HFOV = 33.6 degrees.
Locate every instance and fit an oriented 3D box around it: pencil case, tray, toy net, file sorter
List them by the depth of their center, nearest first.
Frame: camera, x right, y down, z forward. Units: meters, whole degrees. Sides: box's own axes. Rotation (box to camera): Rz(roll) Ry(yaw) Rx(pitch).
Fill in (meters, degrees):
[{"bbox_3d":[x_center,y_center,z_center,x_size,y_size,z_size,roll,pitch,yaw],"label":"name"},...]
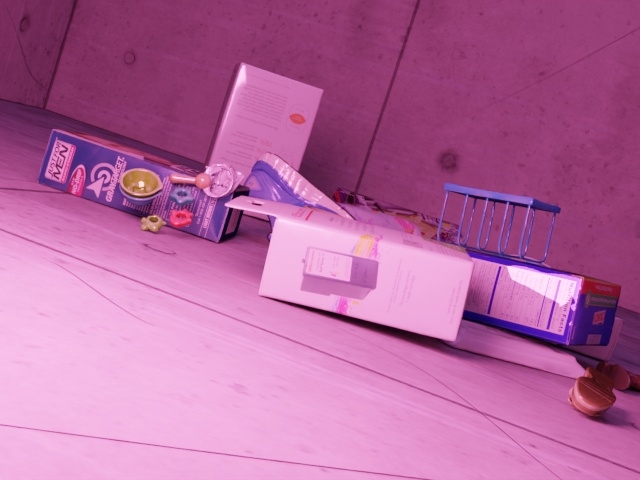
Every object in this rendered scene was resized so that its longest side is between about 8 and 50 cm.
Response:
[{"bbox_3d":[0.287,0.162,1.661,0.270,0.030,0.145,16,5,-23],"label":"tray"},{"bbox_3d":[-0.218,-0.087,1.784,0.232,0.045,0.122,-19,50,-32],"label":"toy net"},{"bbox_3d":[0.305,-0.029,1.827,0.170,0.105,0.118,12,2,36],"label":"file sorter"},{"bbox_3d":[0.092,-0.006,2.270,0.273,0.124,0.113,15,-9,-40],"label":"pencil case"}]

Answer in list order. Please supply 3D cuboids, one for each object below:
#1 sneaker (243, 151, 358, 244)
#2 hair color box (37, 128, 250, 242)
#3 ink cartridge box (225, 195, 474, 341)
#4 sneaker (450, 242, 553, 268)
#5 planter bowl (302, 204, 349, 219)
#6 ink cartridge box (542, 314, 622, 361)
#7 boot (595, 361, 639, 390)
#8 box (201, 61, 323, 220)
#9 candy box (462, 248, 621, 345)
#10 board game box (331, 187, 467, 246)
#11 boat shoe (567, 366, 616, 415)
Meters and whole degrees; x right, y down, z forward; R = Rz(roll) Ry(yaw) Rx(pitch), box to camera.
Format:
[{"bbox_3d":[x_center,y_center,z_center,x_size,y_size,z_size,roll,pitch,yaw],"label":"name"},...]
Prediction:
[{"bbox_3d":[-0.024,-0.024,2.094,0.330,0.147,0.130,38,-2,13],"label":"sneaker"},{"bbox_3d":[-0.318,-0.102,1.940,0.347,0.105,0.174,18,5,4],"label":"hair color box"},{"bbox_3d":[0.031,0.034,1.532,0.353,0.119,0.207,14,7,2],"label":"ink cartridge box"},{"bbox_3d":[0.374,0.083,2.303,0.318,0.127,0.208,9,2,7],"label":"sneaker"},{"bbox_3d":[0.000,0.000,1.936,0.162,0.109,0.162,19,6,-2],"label":"planter bowl"},{"bbox_3d":[0.455,0.149,2.042,0.217,0.092,0.158,20,5,3],"label":"ink cartridge box"},{"bbox_3d":[0.516,0.232,1.709,0.114,0.037,0.106,22,6,-13],"label":"boot"},{"bbox_3d":[-0.154,-0.239,2.602,0.215,0.345,0.168,17,5,-11],"label":"box"},{"bbox_3d":[0.326,0.092,1.826,0.317,0.122,0.268,14,1,28],"label":"candy box"},{"bbox_3d":[0.200,-0.003,2.509,0.346,0.056,0.208,16,40,-23],"label":"board game box"},{"bbox_3d":[0.351,0.206,1.387,0.056,0.048,0.153,32,14,11],"label":"boat shoe"}]
